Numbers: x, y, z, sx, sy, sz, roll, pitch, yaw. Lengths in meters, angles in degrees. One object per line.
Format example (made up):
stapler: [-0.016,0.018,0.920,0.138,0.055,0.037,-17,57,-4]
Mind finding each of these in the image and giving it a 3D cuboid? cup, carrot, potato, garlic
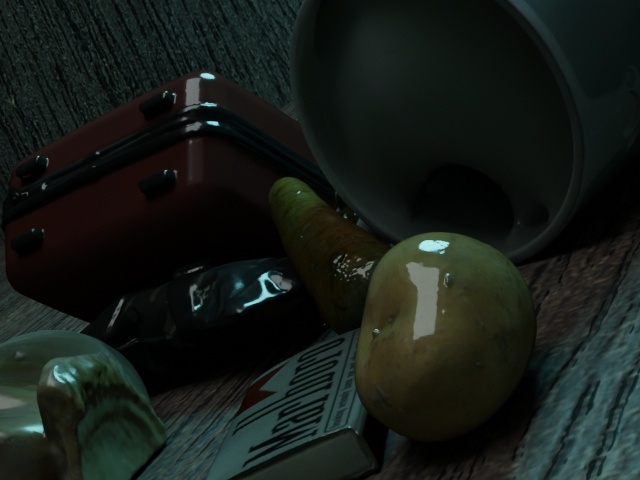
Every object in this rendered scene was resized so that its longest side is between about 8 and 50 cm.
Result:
cup: [0.144,-0.120,1.088,0.274,0.259,0.357,-37,-18,-40]
carrot: [0.000,0.000,1.053,0.078,0.078,0.298,-30,27,-6]
potato: [0.072,0.051,0.751,0.112,0.112,0.147,-25,18,22]
garlic: [-0.265,0.164,1.040,0.325,0.132,0.279,-18,7,26]

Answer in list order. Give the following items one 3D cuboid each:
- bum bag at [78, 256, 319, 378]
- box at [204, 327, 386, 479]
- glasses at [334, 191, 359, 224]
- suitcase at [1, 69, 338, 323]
bum bag: [-0.123,0.073,1.175,0.340,0.095,0.144,-18,-1,40]
box: [-0.010,0.115,0.841,0.115,0.036,0.177,-27,12,15]
glasses: [0.052,-0.114,1.229,0.162,0.255,0.095,-27,34,-35]
suitcase: [-0.145,-0.025,1.289,0.297,0.161,0.236,-22,-32,32]
